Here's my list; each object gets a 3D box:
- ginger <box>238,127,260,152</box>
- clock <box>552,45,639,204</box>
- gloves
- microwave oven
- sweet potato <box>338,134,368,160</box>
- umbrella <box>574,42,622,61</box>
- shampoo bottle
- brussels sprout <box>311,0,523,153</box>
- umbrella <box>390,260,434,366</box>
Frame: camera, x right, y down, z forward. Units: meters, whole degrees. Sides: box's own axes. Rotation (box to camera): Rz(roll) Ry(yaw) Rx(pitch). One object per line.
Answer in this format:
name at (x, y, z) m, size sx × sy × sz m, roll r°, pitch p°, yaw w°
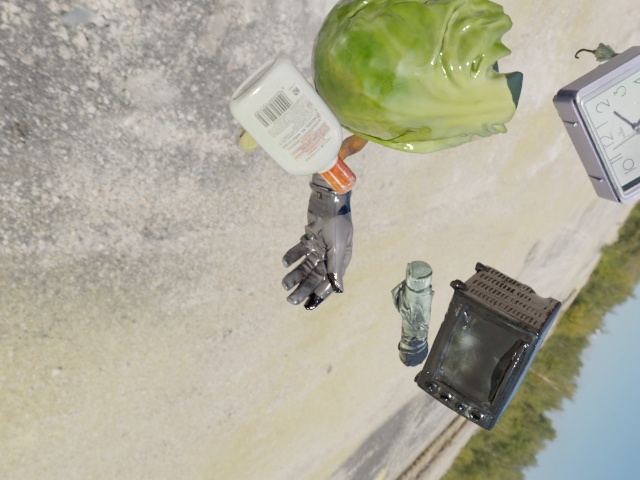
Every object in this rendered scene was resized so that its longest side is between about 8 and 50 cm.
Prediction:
ginger at (-0.203, -0.369, 1.758) m, size 0.193 × 0.122 × 0.115 m, roll -47°, pitch 161°, yaw 16°
clock at (0.450, -0.167, 0.845) m, size 0.145 × 0.193 × 0.073 m, roll -32°, pitch -165°, yaw 4°
gloves at (0.009, -0.004, 1.082) m, size 0.119 × 0.142 × 0.285 m, roll 12°, pitch 98°, yaw -42°
microwave oven at (0.313, 0.200, 1.099) m, size 0.188 × 0.178 × 0.247 m, roll -22°, pitch 135°, yaw -49°
sweet potato at (0.076, -0.256, 1.595) m, size 0.202 × 0.055 × 0.058 m, roll -38°, pitch 155°, yaw -40°
umbrella at (0.654, -0.407, 1.254) m, size 0.044 × 0.269 × 0.044 m, roll 34°, pitch 97°, yaw -27°
shampoo bottle at (-0.024, -0.148, 0.816) m, size 0.108 × 0.051 × 0.221 m, roll -44°, pitch 126°, yaw 2°
brussels sprout at (0.162, -0.353, 1.166) m, size 0.361 × 0.425 × 0.342 m, roll -17°, pitch 122°, yaw -2°
umbrella at (0.115, 0.097, 0.721) m, size 0.188 × 0.050 × 0.046 m, roll 83°, pitch 4°, yaw -48°
